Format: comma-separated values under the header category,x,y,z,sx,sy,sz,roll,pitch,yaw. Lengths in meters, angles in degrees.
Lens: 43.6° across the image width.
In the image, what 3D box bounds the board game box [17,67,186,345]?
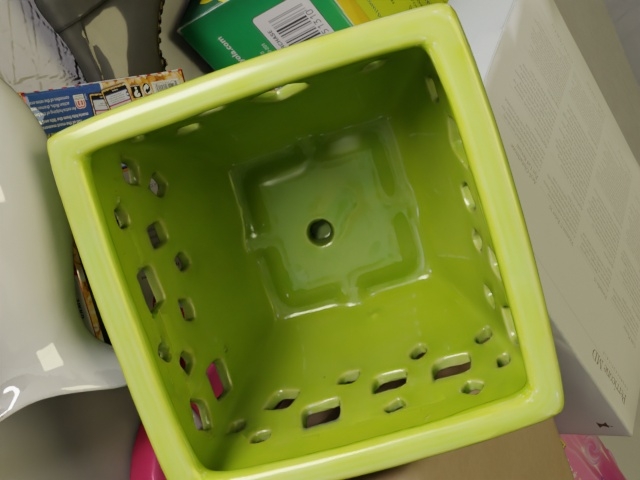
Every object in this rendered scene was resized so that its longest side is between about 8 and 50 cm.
category,x,y,z,sx,sy,sz,roll,pitch,yaw
board game box,-0.137,-0.017,0.574,0.146,0.045,0.194,-25,104,-51

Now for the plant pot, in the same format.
category,x,y,z,sx,sy,sz,roll,pitch,yaw
plant pot,0.000,0.000,0.508,0.207,0.228,0.227,-70,143,-78

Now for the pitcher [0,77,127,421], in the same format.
category,x,y,z,sx,sy,sz,roll,pitch,yaw
pitcher,-0.216,0.015,0.437,0.177,0.125,0.207,-27,100,-31

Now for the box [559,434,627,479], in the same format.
category,x,y,z,sx,sy,sz,roll,pitch,yaw
box,0.256,0.307,0.858,0.243,0.117,0.213,59,28,9

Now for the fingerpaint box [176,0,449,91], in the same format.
category,x,y,z,sx,sy,sz,roll,pitch,yaw
fingerpaint box,0.086,-0.223,0.910,0.445,0.163,0.371,44,44,-35

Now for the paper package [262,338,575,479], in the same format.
category,x,y,z,sx,sy,sz,roll,pitch,yaw
paper package,0.082,0.253,0.596,0.309,0.168,0.325,-36,108,-54

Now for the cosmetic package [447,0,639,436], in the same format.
category,x,y,z,sx,sy,sz,roll,pitch,yaw
cosmetic package,0.217,-0.029,0.783,0.377,0.097,0.284,49,48,-31

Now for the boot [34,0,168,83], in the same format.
category,x,y,z,sx,sy,sz,roll,pitch,yaw
boot,-0.145,-0.191,0.673,0.198,0.076,0.137,-39,111,-40

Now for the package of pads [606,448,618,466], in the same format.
category,x,y,z,sx,sy,sz,roll,pitch,yaw
package of pads,0.426,0.359,1.203,0.050,0.032,0.083,59,36,-11

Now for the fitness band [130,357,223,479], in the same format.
category,x,y,z,sx,sy,sz,roll,pitch,yaw
fitness band,-0.035,0.161,0.655,0.209,0.054,0.291,57,38,-18
